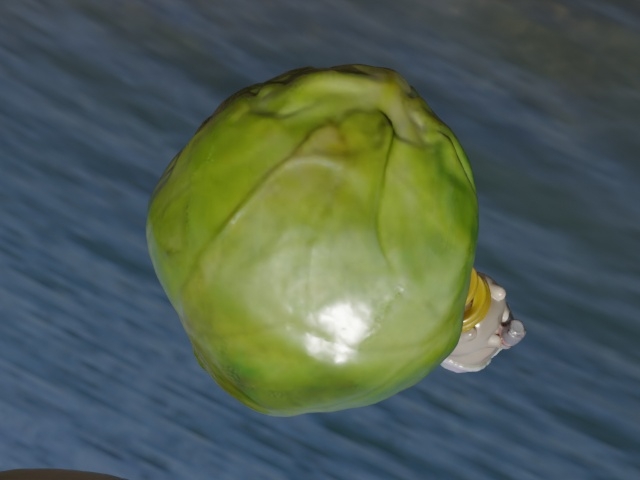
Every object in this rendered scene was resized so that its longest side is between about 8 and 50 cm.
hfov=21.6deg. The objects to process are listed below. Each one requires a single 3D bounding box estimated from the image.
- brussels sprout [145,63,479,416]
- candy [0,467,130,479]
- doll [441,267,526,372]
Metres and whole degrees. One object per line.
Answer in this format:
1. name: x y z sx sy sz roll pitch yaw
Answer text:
1. brussels sprout: 0.000 0.000 1.018 0.223 0.223 0.161 17 175 30
2. candy: -0.219 0.284 1.342 0.295 0.185 0.295 0 -175 0
3. doll: 0.122 0.065 1.289 0.084 0.073 0.127 15 157 28
